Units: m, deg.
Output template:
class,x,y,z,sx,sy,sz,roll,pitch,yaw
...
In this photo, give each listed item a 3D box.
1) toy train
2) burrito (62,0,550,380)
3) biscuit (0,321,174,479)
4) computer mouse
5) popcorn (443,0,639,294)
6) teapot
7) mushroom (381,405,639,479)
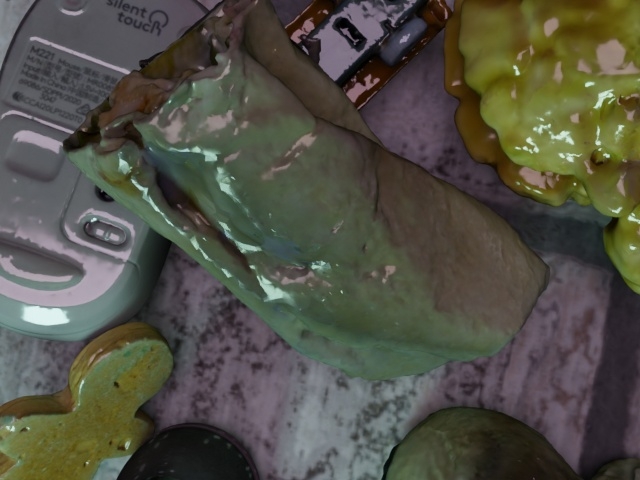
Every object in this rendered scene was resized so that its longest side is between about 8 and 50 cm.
class,x,y,z,sx,sy,sz,roll,pitch,yaw
toy train,0.008,-0.139,0.647,0.089,0.127,0.219,45,89,-2
burrito,0.002,-0.001,0.567,0.190,0.135,0.332,-39,116,25
biscuit,-0.200,0.157,0.657,0.030,0.153,0.234,44,103,32
computer mouse,-0.179,-0.064,0.672,0.184,0.121,0.296,15,77,-1
popcorn,0.221,-0.115,0.581,0.265,0.225,0.332,-5,100,1
teapot,-0.104,0.222,0.639,0.116,0.146,0.148,-32,86,5
mushroom,0.199,0.260,0.607,0.344,0.130,0.247,42,85,6
